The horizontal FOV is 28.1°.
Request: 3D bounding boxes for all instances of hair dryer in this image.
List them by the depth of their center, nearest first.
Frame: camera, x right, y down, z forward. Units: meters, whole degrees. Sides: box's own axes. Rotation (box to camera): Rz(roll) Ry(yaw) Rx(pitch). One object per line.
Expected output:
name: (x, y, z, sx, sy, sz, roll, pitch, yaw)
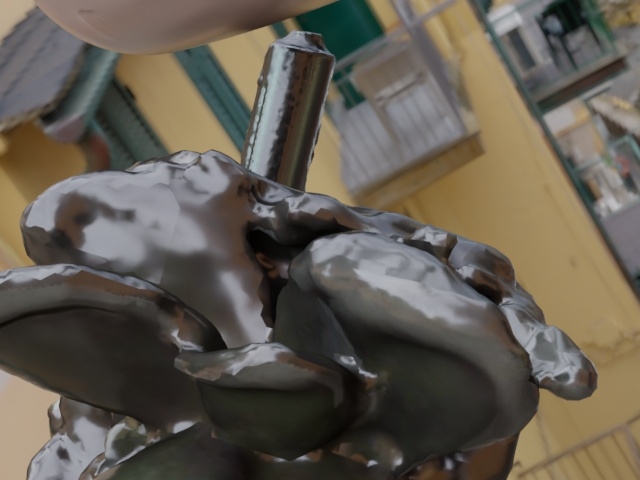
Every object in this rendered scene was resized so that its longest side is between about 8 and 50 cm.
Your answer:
hair dryer: (0.000, 0.000, 0.974, 0.116, 0.244, 0.302, -135, 58, -67)

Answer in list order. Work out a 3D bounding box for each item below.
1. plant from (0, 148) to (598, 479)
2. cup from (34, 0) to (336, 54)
plant: (-0.018, 0.074, 0.481, 0.276, 0.199, 0.188, 22, -94, -82)
cup: (-0.096, -0.214, 0.716, 0.200, 0.253, 0.191, -11, 72, 48)
